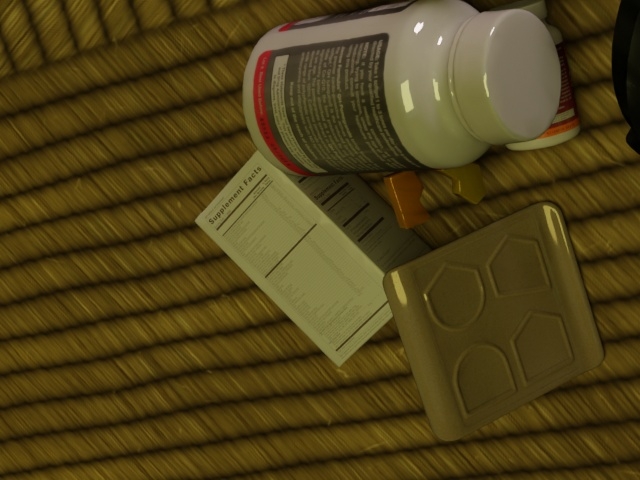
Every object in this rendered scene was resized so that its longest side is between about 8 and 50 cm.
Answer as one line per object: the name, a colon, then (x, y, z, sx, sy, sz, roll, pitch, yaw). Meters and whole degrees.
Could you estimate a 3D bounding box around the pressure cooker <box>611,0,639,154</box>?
pressure cooker: (0.463, -0.169, 1.152, 0.420, 0.370, 0.375, 45, 162, 45)

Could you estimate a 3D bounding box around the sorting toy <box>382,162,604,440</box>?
sorting toy: (0.181, 0.045, 1.523, 0.041, 0.229, 0.307, 11, 122, 68)

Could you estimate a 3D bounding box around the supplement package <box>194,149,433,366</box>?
supplement package: (0.000, 0.000, 1.594, 0.244, 0.134, 0.139, 46, 120, 2)

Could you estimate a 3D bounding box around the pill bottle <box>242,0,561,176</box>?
pill bottle: (0.084, -0.159, 1.414, 0.319, 0.176, 0.176, -1, 109, 44)

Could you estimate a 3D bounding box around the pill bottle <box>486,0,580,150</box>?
pill bottle: (0.226, -0.180, 1.459, 0.086, 0.086, 0.152, -7, 106, 25)
